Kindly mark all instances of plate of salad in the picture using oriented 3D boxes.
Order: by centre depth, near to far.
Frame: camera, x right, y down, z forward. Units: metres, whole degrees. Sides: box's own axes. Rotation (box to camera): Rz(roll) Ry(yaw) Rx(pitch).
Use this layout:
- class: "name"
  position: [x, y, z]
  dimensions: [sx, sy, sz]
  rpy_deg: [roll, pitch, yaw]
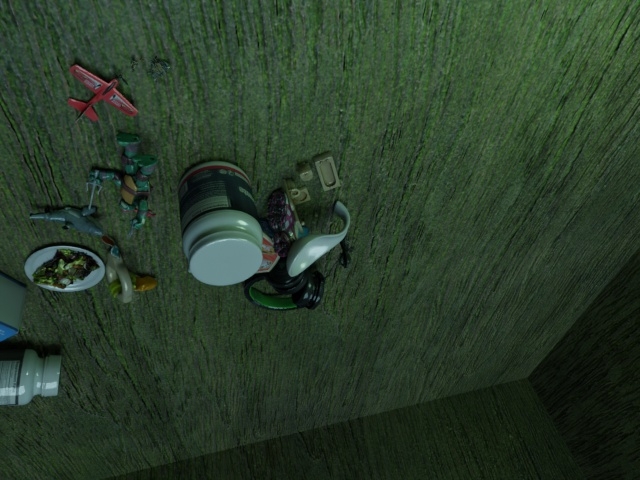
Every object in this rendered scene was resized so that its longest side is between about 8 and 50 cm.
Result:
- class: "plate of salad"
  position: [-0.710, 0.089, 1.308]
  dimensions: [0.199, 0.048, 0.200]
  rpy_deg: [-11, 139, -9]

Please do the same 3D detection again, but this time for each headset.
- class: "headset"
  position: [-0.071, 0.111, 1.550]
  dimensions: [0.393, 0.186, 0.243]
  rpy_deg: [-22, 139, 27]

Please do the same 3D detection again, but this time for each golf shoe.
- class: "golf shoe"
  position: [-0.103, -0.051, 1.336]
  dimensions: [0.067, 0.186, 0.086]
  rpy_deg: [1, -168, 30]

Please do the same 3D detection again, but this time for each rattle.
- class: "rattle"
  position: [-0.538, 0.068, 1.339]
  dimensions: [0.142, 0.130, 0.200]
  rpy_deg: [-9, 114, -28]

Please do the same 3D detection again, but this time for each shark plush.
- class: "shark plush"
  position: [-0.623, -0.053, 1.163]
  dimensions: [0.161, 0.067, 0.073]
  rpy_deg: [21, 126, -38]

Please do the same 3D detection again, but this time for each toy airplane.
- class: "toy airplane"
  position: [-0.463, -0.297, 0.979]
  dimensions: [0.151, 0.028, 0.151]
  rpy_deg: [-10, 139, -9]

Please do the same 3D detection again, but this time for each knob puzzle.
- class: "knob puzzle"
  position: [-0.201, 0.053, 1.379]
  dimensions: [0.212, 0.030, 0.213]
  rpy_deg: [-10, 143, -8]

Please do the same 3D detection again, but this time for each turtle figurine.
- class: "turtle figurine"
  position: [-0.458, -0.127, 1.115]
  dimensions: [0.175, 0.118, 0.234]
  rpy_deg: [35, 125, 3]

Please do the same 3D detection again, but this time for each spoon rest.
- class: "spoon rest"
  position: [0.000, 0.000, 1.336]
  dimensions: [0.276, 0.084, 0.137]
  rpy_deg: [-48, 162, -31]

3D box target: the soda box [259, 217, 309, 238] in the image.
- class: "soda box"
  position: [-0.135, -0.010, 1.404]
  dimensions: [0.209, 0.067, 0.071]
  rpy_deg: [11, 132, -31]

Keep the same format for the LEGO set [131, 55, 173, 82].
- class: "LEGO set"
  position: [-0.345, -0.359, 0.965]
  dimensions: [0.083, 0.024, 0.054]
  rpy_deg: [23, 124, -23]

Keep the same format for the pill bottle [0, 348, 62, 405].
- class: "pill bottle"
  position: [-1.004, 0.433, 1.484]
  dimensions: [0.318, 0.177, 0.176]
  rpy_deg: [6, 134, -27]

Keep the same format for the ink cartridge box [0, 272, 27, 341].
- class: "ink cartridge box"
  position: [-1.040, 0.198, 1.208]
  dimensions: [0.394, 0.166, 0.285]
  rpy_deg: [-25, 141, 8]

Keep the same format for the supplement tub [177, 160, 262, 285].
- class: "supplement tub"
  position: [-0.248, -0.046, 1.159]
  dimensions: [0.190, 0.272, 0.191]
  rpy_deg: [-11, 140, -9]

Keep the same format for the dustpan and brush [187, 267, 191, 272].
- class: "dustpan and brush"
  position: [-0.283, 0.055, 1.441]
  dimensions: [0.211, 0.060, 0.147]
  rpy_deg: [15, 131, -25]

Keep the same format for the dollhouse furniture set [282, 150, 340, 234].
- class: "dollhouse furniture set"
  position: [-0.014, -0.128, 1.273]
  dimensions: [0.151, 0.123, 0.144]
  rpy_deg: [-20, 141, 1]
